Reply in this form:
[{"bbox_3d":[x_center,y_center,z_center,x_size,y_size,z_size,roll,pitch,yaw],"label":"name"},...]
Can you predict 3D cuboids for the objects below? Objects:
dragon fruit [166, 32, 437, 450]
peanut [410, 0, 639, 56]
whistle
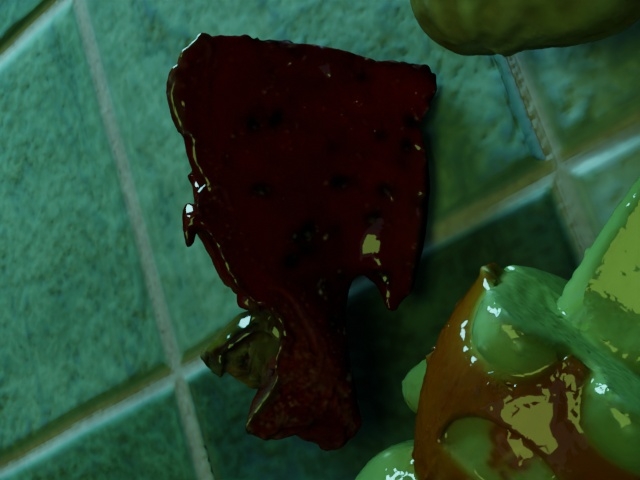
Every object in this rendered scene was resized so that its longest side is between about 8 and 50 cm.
[{"bbox_3d":[-0.006,0.003,0.539,0.092,0.123,0.192,147,116,-77],"label":"dragon fruit"},{"bbox_3d":[0.114,-0.136,0.424,0.193,0.089,0.089,-44,61,29],"label":"peanut"},{"bbox_3d":[0.087,0.076,0.416,0.131,0.106,0.288,38,111,27],"label":"whistle"}]
